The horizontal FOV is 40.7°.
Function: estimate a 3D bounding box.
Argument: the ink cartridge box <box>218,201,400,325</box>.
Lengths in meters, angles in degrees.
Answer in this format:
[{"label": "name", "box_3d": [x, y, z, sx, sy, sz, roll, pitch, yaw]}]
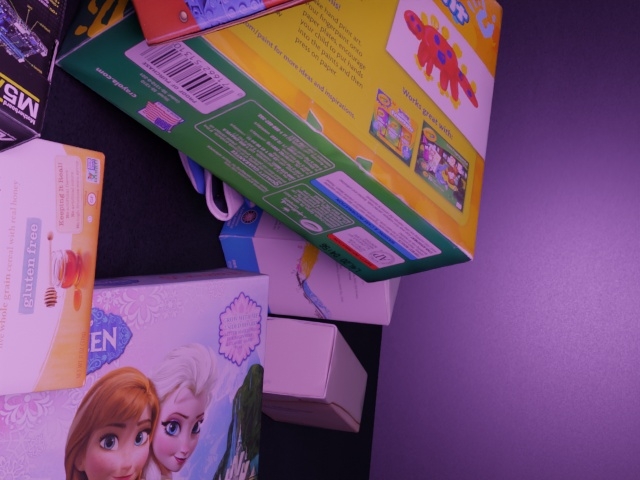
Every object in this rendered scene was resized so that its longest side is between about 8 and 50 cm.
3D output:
[{"label": "ink cartridge box", "box_3d": [0.000, 0.000, 1.258, 0.168, 0.232, 0.171, 81, 20, -44]}]

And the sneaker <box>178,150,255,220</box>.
[{"label": "sneaker", "box_3d": [-0.094, -0.112, 1.084, 0.323, 0.130, 0.236, 71, 32, -61]}]

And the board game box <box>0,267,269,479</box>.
[{"label": "board game box", "box_3d": [-0.172, 0.190, 0.761, 0.318, 0.065, 0.318, -3, 98, -56]}]

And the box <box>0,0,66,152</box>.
[{"label": "box", "box_3d": [-0.229, -0.175, 0.496, 0.190, 0.045, 0.184, 36, 50, -50]}]

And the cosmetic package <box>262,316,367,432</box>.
[{"label": "cosmetic package", "box_3d": [-0.029, 0.218, 1.370, 0.309, 0.160, 0.113, 58, 39, -66]}]

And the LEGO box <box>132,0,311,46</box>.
[{"label": "LEGO box", "box_3d": [0.029, -0.411, 0.707, 0.500, 0.193, 0.373, -35, 113, -47]}]

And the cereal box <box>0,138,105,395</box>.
[{"label": "cereal box", "box_3d": [-0.239, 0.012, 0.528, 0.240, 0.047, 0.173, 6, 88, -60]}]

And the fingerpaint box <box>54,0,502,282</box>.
[{"label": "fingerpaint box", "box_3d": [-0.004, -0.223, 0.918, 0.444, 0.163, 0.371, 35, 54, -36]}]
